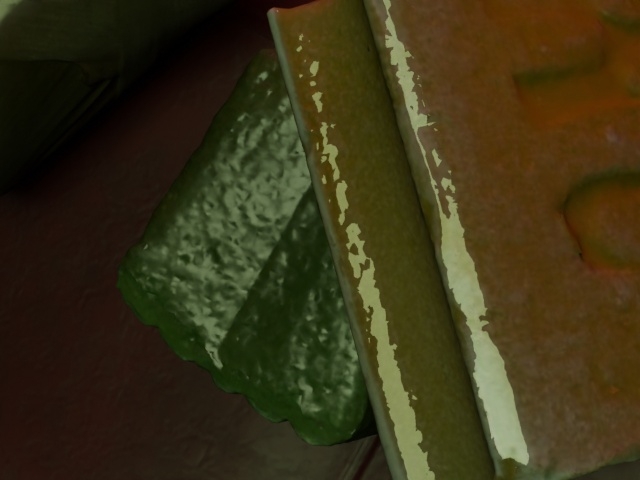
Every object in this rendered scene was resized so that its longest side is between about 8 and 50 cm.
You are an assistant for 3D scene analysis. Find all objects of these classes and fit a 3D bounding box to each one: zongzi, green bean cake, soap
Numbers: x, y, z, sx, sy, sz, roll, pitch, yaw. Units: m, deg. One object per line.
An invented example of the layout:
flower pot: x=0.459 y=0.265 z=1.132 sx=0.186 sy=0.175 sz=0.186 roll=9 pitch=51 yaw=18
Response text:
zongzi: x=-0.180 y=-0.126 z=1.005 sx=0.418 sy=0.181 sz=0.447 roll=21 pitch=96 yaw=20
green bean cake: x=0.000 y=0.000 z=0.952 sx=0.222 sy=0.125 sz=0.248 roll=34 pitch=100 yaw=18
soap: x=0.150 y=-0.028 z=0.808 sx=0.156 sy=0.293 sz=0.335 roll=-27 pitch=73 yaw=56
